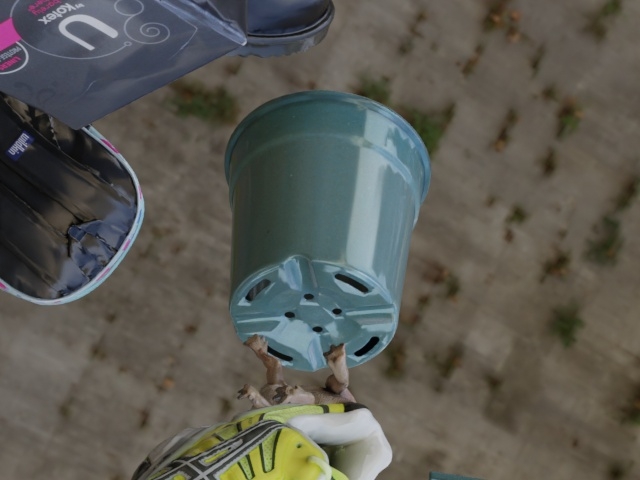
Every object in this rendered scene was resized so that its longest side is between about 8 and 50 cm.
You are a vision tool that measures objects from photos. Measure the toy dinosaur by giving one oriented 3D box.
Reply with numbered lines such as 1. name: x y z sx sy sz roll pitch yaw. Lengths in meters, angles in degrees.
1. toy dinosaur: -0.014 0.242 1.876 0.296 0.200 0.127 -1 -142 39

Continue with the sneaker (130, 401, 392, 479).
1. sneaker: -0.058 0.178 0.821 0.147 0.145 0.384 -28 -171 17

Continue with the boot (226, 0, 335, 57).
1. boot: -0.100 -0.317 1.333 0.260 0.348 0.131 -61 -140 36

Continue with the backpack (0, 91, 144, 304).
1. backpack: -0.337 -0.047 1.649 0.225 0.253 0.191 -54 178 -9

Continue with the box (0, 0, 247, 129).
1. box: -0.151 -0.237 0.913 0.165 0.143 0.270 -22 -123 34

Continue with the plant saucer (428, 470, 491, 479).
1. plant saucer: 0.230 0.355 1.878 0.192 0.018 0.067 5 -92 26

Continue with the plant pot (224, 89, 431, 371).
1. plant pot: 0.000 0.000 2.187 0.341 0.341 0.334 -47 -155 38
